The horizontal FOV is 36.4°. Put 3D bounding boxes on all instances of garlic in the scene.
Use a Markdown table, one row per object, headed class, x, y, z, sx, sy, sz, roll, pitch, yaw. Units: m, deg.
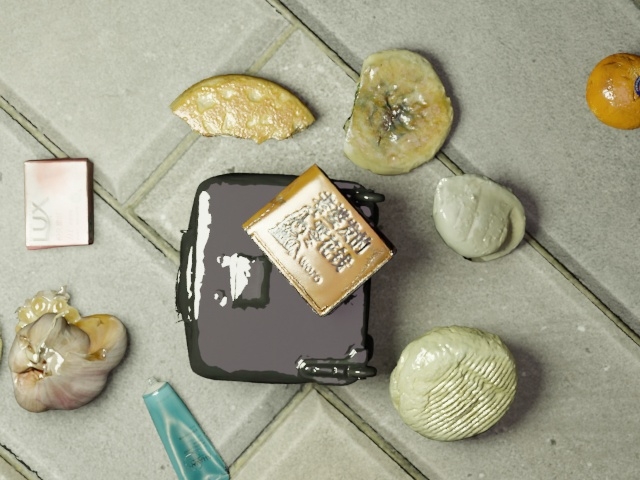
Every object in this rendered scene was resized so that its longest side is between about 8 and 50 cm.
| class | x | y | z | sx | sy | sz | roll | pitch | yaw |
| --- | --- | --- | --- | --- | --- | --- | --- | --- | --- |
| garlic | -0.433 | 0.151 | 1.582 | 0.207 | 0.256 | 0.207 | 0 | 48 | 0 |

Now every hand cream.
| class | x | y | z | sx | sy | sz | roll | pitch | yaw |
| --- | --- | --- | --- | --- | --- | --- | --- | --- | --- |
| hand cream | -0.242 | 0.334 | 1.673 | 0.083 | 0.048 | 0.224 | -29 | 98 | -5 |

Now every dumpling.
| class | x | y | z | sx | sy | sz | roll | pitch | yaw |
| --- | --- | --- | --- | --- | --- | --- | --- | --- | --- |
| dumpling | 0.269 | -0.043 | 1.668 | 0.150 | 0.092 | 0.176 | -30 | 94 | 0 |

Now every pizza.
| class | x | y | z | sx | sy | sz | roll | pitch | yaw |
| --- | --- | --- | --- | --- | --- | --- | --- | --- | --- |
| pizza | -0.133 | -0.222 | 1.657 | 0.246 | 0.058 | 0.127 | -7 | 91 | -5 |

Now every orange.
| class | x | y | z | sx | sy | sz | roll | pitch | yaw |
| --- | --- | --- | --- | --- | --- | --- | --- | --- | --- |
| orange | 0.520 | -0.256 | 1.670 | 0.135 | 0.117 | 0.135 | -2 | 95 | -18 |

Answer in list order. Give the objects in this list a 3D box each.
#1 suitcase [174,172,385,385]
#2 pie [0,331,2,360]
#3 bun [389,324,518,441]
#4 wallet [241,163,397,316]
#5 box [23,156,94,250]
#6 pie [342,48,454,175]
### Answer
| class | x | y | z | sx | sy | sz | roll | pitch | yaw |
| --- | --- | --- | --- | --- | --- | --- | --- | --- | --- |
| suitcase | -0.070 | 0.064 | 1.603 | 0.339 | 0.188 | 0.345 | 2 | 93 | -5 |
| pie | -0.668 | 0.180 | 1.634 | 0.274 | 0.055 | 0.274 | 0 | 96 | -1 |
| bun | 0.217 | 0.233 | 1.650 | 0.220 | 0.134 | 0.220 | -6 | 119 | -10 |
| wallet | 0.001 | 0.000 | 1.501 | 0.161 | 0.042 | 0.195 | -41 | 91 | 2 |
| box | -0.441 | -0.063 | 1.641 | 0.111 | 0.060 | 0.156 | -2 | 91 | -2 |
| pie | 0.137 | -0.217 | 1.679 | 0.185 | 0.052 | 0.218 | 11 | 93 | -9 |
